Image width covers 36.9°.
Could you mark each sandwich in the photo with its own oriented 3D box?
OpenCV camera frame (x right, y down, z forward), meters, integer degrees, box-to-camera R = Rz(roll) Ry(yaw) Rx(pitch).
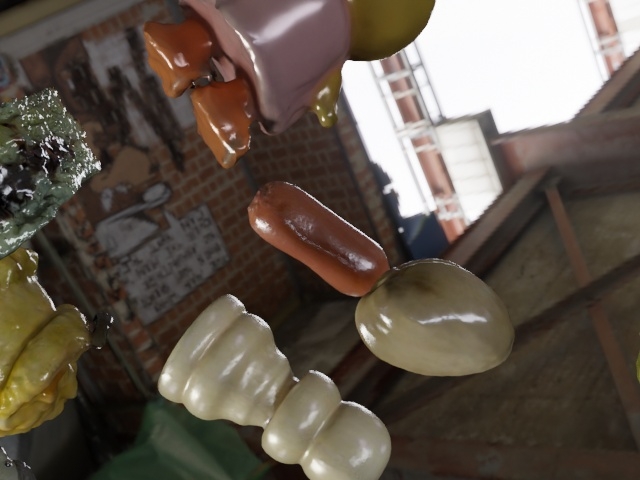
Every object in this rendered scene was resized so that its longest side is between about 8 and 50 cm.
[{"bbox_3d":[-0.389,-0.035,1.036,0.262,0.131,0.325,-32,-168,7],"label":"sandwich"}]

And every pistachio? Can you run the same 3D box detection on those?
[{"bbox_3d":[0.109,0.073,0.900,0.113,0.149,0.113,-157,-90,-87],"label":"pistachio"}]

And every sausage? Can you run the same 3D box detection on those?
[{"bbox_3d":[0.000,0.000,1.168,0.077,0.194,0.077,-52,-169,14],"label":"sausage"}]

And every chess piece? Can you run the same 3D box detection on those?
[{"bbox_3d":[-0.044,0.211,1.238,0.167,0.300,0.167,-55,170,-14],"label":"chess piece"}]

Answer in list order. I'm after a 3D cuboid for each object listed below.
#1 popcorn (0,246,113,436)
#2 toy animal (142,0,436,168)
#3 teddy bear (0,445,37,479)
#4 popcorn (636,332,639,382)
[{"bbox_3d":[-0.512,0.162,1.583,0.382,0.349,0.349,-5,-157,15],"label":"popcorn"},{"bbox_3d":[-0.006,-0.205,0.845,0.281,0.195,0.169,-32,174,-23],"label":"toy animal"},{"bbox_3d":[-0.616,0.451,1.723,0.251,0.144,0.171,-7,172,-44],"label":"teddy bear"},{"bbox_3d":[0.571,0.185,1.454,0.167,0.185,0.187,5,-173,7],"label":"popcorn"}]
